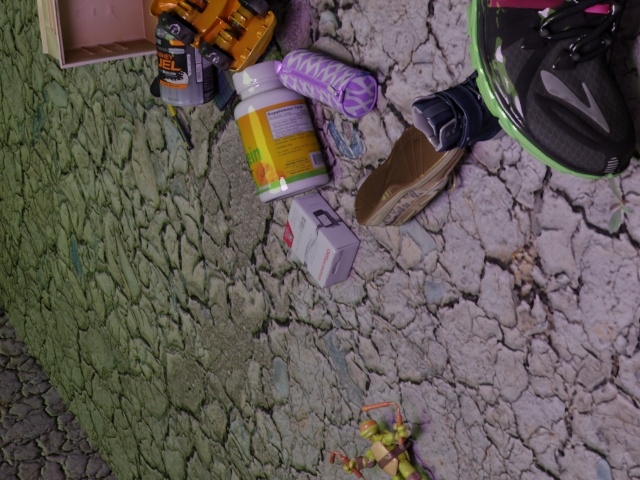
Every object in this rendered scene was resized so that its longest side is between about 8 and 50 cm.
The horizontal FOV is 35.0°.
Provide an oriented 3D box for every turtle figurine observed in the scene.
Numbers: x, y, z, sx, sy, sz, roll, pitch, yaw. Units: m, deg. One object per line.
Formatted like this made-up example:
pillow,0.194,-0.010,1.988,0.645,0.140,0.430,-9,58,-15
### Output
turtle figurine,0.131,0.420,1.910,0.217,0.087,0.269,55,136,15

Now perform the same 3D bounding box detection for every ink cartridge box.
ink cartridge box,0.000,0.000,1.936,0.150,0.063,0.109,51,142,31

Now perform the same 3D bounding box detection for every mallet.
mallet,-0.346,-0.294,2.370,0.062,0.039,0.189,-23,89,57

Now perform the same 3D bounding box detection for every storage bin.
storage bin,-0.482,-0.540,2.247,0.123,0.262,0.260,33,131,49

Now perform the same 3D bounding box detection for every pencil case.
pencil case,0.011,-0.274,1.766,0.206,0.088,0.086,32,128,48

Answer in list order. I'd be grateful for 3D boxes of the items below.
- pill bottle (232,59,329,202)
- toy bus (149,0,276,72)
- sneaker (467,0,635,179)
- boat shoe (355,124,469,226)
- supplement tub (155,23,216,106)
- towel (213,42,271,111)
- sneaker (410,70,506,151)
pill bottle,-0.082,-0.204,1.897,0.136,0.136,0.245,-18,89,59
toy bus,-0.173,-0.395,1.880,0.220,0.211,0.149,38,93,16
sneaker,0.289,-0.305,1.227,0.202,0.185,0.482,-9,98,62
boat shoe,0.156,-0.105,1.638,0.285,0.089,0.104,-40,45,54
supplement tub,-0.276,-0.378,2.073,0.117,0.117,0.190,32,132,47
towel,-0.229,-0.486,2.091,0.370,0.040,0.271,64,149,10
sneaker,0.219,-0.211,1.400,0.086,0.164,0.226,56,143,29
